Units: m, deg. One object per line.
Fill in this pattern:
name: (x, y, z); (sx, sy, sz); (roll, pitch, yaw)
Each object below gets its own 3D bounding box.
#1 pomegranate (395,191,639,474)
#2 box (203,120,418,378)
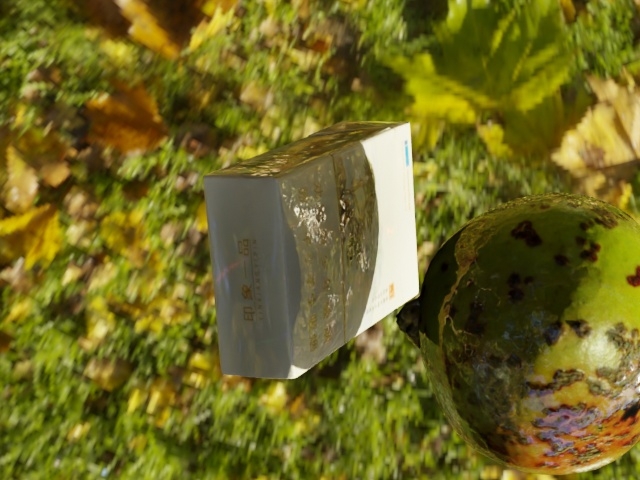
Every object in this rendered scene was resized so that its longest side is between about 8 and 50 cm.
pomegranate: (0.184, 0.066, 1.115); (0.246, 0.198, 0.198); (6, 115, -22)
box: (0.000, 0.000, 1.202); (0.067, 0.233, 0.150); (5, 105, 26)
